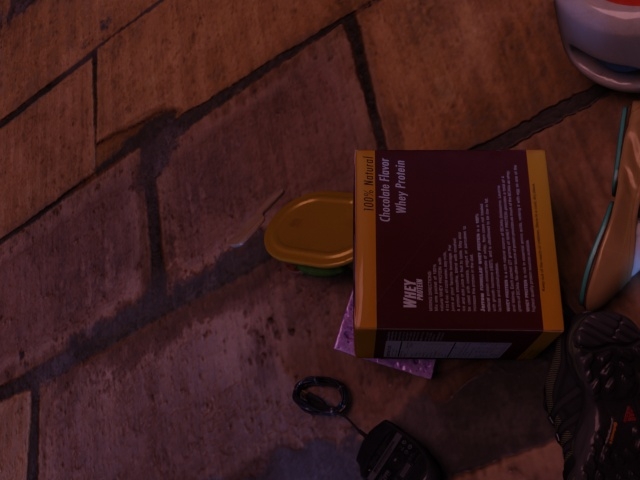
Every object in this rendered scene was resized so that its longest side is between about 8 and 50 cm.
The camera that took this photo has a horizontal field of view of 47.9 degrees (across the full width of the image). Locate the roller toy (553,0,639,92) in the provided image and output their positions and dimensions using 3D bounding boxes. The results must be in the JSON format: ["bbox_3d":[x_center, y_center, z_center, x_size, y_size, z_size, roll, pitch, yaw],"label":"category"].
[{"bbox_3d":[0.346,-0.263,0.756,0.191,0.146,0.209,-15,63,19],"label":"roller toy"}]

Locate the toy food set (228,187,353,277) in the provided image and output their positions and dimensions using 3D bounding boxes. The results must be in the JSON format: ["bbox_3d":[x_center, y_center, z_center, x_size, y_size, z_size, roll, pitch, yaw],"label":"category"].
[{"bbox_3d":[0.000,0.000,0.962,0.217,0.071,0.128,10,53,37],"label":"toy food set"}]

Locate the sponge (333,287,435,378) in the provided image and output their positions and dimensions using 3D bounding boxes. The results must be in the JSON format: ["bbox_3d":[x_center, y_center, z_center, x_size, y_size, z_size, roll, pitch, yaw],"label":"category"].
[{"bbox_3d":[0.102,0.045,0.843,0.117,0.031,0.210,18,80,5],"label":"sponge"}]

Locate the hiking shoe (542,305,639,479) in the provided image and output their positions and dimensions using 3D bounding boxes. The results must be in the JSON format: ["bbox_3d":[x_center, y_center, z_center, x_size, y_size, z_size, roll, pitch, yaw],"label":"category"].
[{"bbox_3d":[0.262,0.176,0.682,0.086,0.114,0.227,0,91,-1],"label":"hiking shoe"}]

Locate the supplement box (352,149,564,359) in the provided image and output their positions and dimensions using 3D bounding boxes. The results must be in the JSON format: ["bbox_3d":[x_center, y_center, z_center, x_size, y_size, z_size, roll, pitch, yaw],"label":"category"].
[{"bbox_3d":[0.131,0.018,0.752,0.194,0.129,0.191,0,69,2],"label":"supplement box"}]

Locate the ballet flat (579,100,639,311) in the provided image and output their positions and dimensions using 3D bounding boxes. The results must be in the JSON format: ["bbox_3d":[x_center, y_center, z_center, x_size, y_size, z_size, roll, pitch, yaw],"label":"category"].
[{"bbox_3d":[0.321,-0.034,0.726,0.073,0.080,0.232,13,80,24],"label":"ballet flat"}]

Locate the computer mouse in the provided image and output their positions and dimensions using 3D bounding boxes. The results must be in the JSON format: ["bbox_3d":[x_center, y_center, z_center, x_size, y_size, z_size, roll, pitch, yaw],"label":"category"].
[{"bbox_3d":[0.050,0.227,0.844,0.071,0.041,0.242,-53,42,-6],"label":"computer mouse"}]
